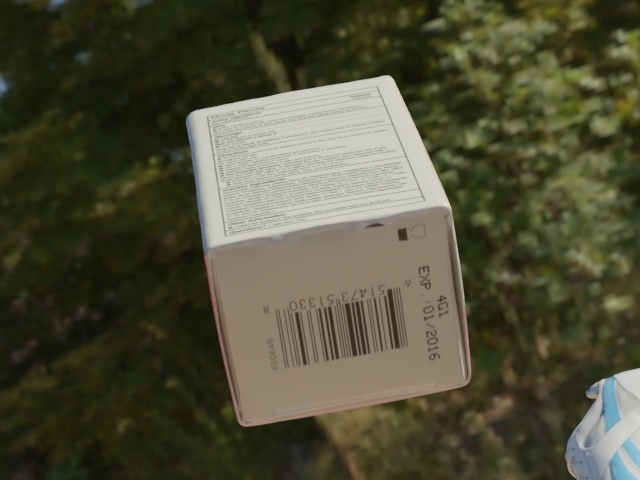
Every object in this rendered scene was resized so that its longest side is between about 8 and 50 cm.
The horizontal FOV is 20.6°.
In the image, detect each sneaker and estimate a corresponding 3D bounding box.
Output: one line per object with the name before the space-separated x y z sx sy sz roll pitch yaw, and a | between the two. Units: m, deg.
sneaker | 0.247 0.199 1.422 0.092 0.087 0.228 -13 34 30

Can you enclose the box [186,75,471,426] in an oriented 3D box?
box | 0.000 0.000 1.134 0.149 0.127 0.232 -10 25 -2
